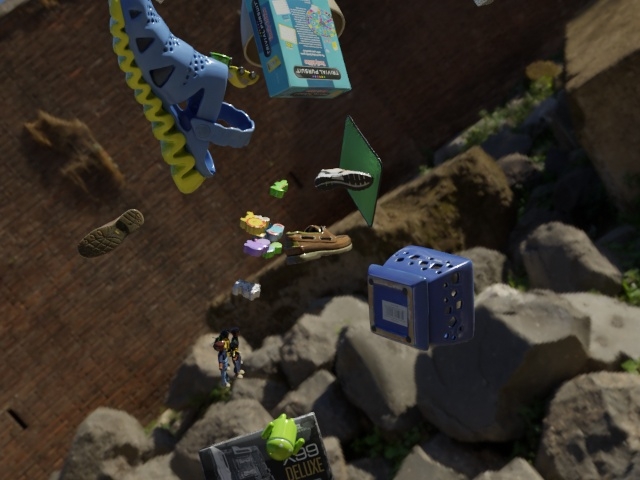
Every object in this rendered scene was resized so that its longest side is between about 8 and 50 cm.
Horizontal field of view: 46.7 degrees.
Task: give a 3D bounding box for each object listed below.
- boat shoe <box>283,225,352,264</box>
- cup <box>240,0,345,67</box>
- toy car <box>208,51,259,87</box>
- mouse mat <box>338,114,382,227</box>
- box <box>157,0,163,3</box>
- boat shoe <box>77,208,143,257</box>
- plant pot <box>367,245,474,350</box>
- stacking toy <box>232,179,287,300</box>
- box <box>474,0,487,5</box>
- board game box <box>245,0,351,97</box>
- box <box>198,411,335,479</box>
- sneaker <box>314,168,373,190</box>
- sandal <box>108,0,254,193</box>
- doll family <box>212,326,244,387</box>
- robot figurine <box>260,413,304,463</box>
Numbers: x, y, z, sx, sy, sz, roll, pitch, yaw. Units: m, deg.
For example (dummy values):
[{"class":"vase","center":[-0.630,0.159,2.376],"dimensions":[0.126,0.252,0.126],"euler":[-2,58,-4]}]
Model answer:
[{"class":"boat shoe","center":[0.000,0.000,2.368],"dimensions":[0.110,0.105,0.307],"euler":[-9,3,35]},{"class":"cup","center":[-0.114,-0.731,2.326],"dimensions":[0.330,0.237,0.331],"euler":[-17,-12,-4]},{"class":"toy car","center":[-0.284,-0.473,2.044],"dimensions":[0.225,0.238,0.053],"euler":[-150,73,-80]},{"class":"mouse mat","center":[0.076,-0.137,1.452],"dimensions":[0.007,0.153,0.190],"euler":[-9,43,-19]},{"class":"box","center":[-0.234,-0.570,1.313],"dimensions":[0.169,0.087,0.290],"euler":[-36,28,41]},{"class":"boat shoe","center":[-0.514,-0.010,1.814],"dimensions":[0.178,0.064,0.060],"euler":[-37,7,-26]},{"class":"plant pot","center":[0.261,0.162,2.008],"dimensions":[0.212,0.236,0.235],"euler":[-15,19,-39]},{"class":"stacking toy","center":[-0.107,-0.004,1.473],"dimensions":[0.221,0.052,0.167],"euler":[-56,-21,-59]},{"class":"box","center":[0.403,-0.681,1.799],"dimensions":[0.130,0.171,0.091],"euler":[-31,1,38]},{"class":"board game box","center":[-0.064,-0.544,1.934],"dimensions":[0.079,0.336,0.253],"euler":[-16,-3,40]},{"class":"box","center":[-0.124,0.593,1.853],"dimensions":[0.307,0.243,0.076],"euler":[-17,-8,-2]},{"class":"sneaker","center":[0.045,-0.118,1.371],"dimensions":[0.109,0.040,0.044],"euler":[2,36,9]},{"class":"sandal","center":[-0.189,-0.219,1.023],"dimensions":[0.138,0.317,0.126],"euler":[-20,42,2]},{"class":"doll family","center":[-0.224,0.273,1.808],"dimensions":[0.075,0.112,0.193],"euler":[-4,17,-11]},{"class":"robot figurine","center":[-0.092,0.470,1.756],"dimensions":[0.067,0.101,0.115],"euler":[-45,20,33]}]
